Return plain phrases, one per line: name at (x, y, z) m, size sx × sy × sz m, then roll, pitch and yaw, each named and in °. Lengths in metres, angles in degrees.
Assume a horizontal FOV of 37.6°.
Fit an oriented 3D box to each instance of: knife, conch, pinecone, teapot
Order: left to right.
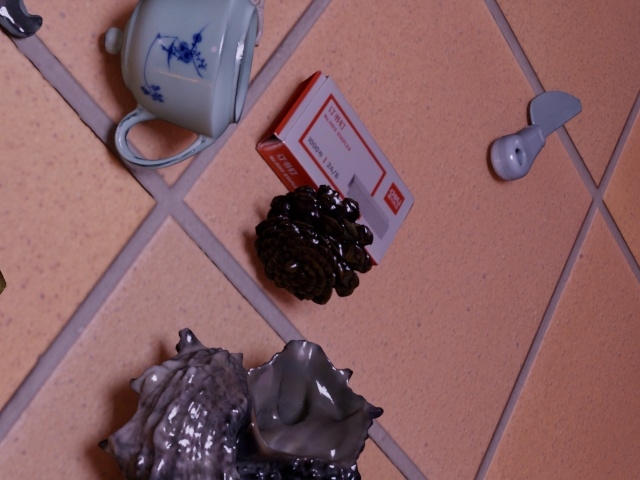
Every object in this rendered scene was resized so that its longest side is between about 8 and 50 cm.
teapot at (-0.144, -0.183, 0.938) m, size 0.159 × 0.159 × 0.232 m, roll 10°, pitch 90°, yaw -45°
conch at (-0.087, 0.199, 0.953) m, size 0.313 × 0.186 × 0.240 m, roll -14°, pitch 91°, yaw -27°
pinecone at (-0.002, -0.001, 1.063) m, size 0.140 × 0.140 × 0.121 m, roll 62°, pitch 34°, yaw -23°
knife at (0.355, -0.189, 1.520) m, size 0.331 × 0.044 × 0.080 m, roll -41°, pitch 109°, yaw -46°

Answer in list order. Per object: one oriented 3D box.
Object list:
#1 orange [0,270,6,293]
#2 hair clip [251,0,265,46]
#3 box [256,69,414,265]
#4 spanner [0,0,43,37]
orange at (-0.388, -0.074, 0.607) m, size 0.271 × 0.210 × 0.368 m, roll -58°, pitch 131°, yaw -61°
hair clip at (-0.068, -0.335, 1.090) m, size 0.072 × 0.034 × 0.226 m, roll 35°, pitch 62°, yaw -38°
box at (0.022, -0.084, 1.153) m, size 0.229 × 0.050 × 0.123 m, roll 52°, pitch 53°, yaw -30°
spanner at (-0.369, -0.227, 0.783) m, size 0.302 × 0.017 × 0.071 m, roll 3°, pitch 85°, yaw -45°
